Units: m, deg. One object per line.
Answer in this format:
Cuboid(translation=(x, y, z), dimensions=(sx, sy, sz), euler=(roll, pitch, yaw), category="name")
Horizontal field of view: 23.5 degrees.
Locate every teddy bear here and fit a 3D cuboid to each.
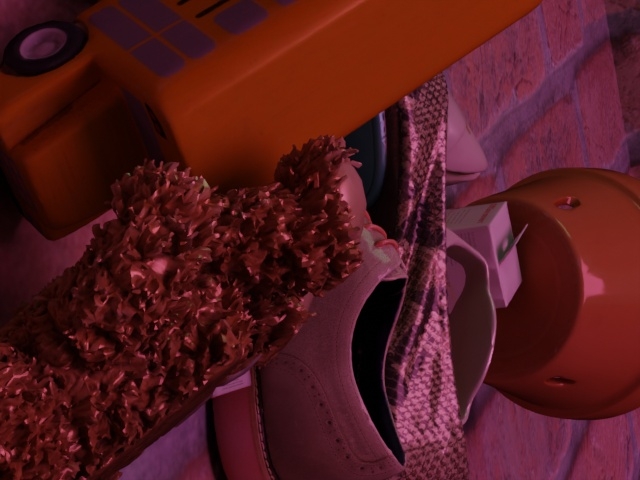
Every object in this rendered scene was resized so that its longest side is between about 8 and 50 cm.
Cuboid(translation=(-0.108, 0.052, 0.805), dimensions=(0.113, 0.338, 0.245), euler=(49, -20, 9), category="teddy bear")

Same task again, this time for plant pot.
Cuboid(translation=(0.245, 0.057, 1.696), dimensions=(0.203, 0.291, 0.291), euler=(4, 79, -52), category="plant pot")

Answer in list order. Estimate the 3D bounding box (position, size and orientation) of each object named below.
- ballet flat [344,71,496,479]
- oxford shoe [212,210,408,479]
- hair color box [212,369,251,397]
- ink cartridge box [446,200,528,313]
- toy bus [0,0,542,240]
Cuboid(translation=(0.067, -0.002, 1.326), dimensions=(0.182, 0.164, 0.482), euler=(4, 79, -31), category="ballet flat")
Cuboid(translation=(0.000, 0.000, 1.190), dimensions=(0.140, 0.146, 0.397), euler=(19, 65, -67), category="oxford shoe")
Cuboid(translation=(-0.088, 0.039, 1.090), dimensions=(0.072, 0.043, 0.141), euler=(-4, 88, -70), category="hair color box")
Cuboid(translation=(0.138, 0.020, 1.564), dimensions=(0.092, 0.143, 0.090), euler=(-44, 124, -65), category="ink cartridge box")
Cuboid(translation=(-0.034, -0.116, 0.914), dimensions=(0.333, 0.130, 0.108), euler=(-35, 136, -18), category="toy bus")
